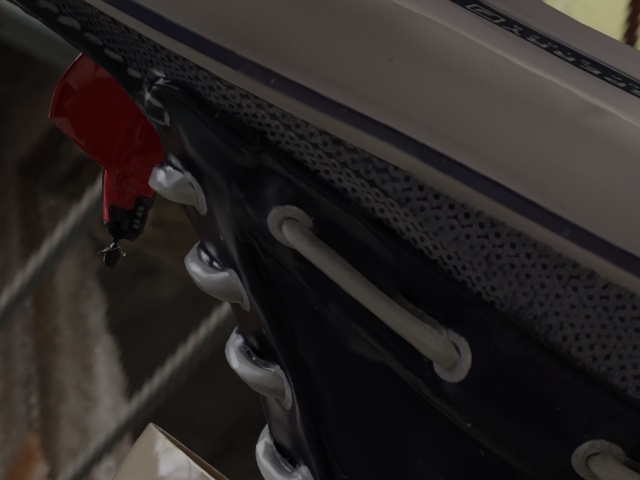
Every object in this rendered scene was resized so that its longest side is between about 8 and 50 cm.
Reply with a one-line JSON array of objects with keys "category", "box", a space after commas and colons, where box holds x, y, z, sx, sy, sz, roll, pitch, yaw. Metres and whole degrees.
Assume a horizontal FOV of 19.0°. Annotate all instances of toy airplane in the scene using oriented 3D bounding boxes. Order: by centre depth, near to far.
[{"category": "toy airplane", "box": [-0.046, -0.063, 0.612, 0.151, 0.028, 0.151, 15, -90, -81]}]

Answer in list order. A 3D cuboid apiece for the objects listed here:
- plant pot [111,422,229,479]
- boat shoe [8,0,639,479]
[{"category": "plant pot", "box": [-0.041, 0.259, 1.022, 0.191, 0.284, 0.284, -51, 30, -6]}, {"category": "boat shoe", "box": [0.000, 0.000, 0.506, 0.340, 0.127, 0.158, 31, 112, 22]}]
